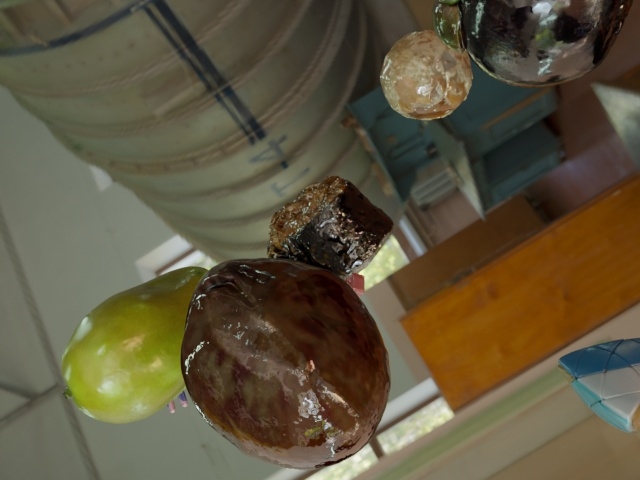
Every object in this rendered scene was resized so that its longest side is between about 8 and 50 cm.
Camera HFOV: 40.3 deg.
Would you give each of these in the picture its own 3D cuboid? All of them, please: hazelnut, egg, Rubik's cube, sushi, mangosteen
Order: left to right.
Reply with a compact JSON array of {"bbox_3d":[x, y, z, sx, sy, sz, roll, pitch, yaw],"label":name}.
[{"bbox_3d":[-0.030,0.114,0.900,0.234,0.218,0.218,30,171,25],"label":"hazelnut"},{"bbox_3d":[0.000,0.000,1.813,0.207,0.234,0.348,41,158,-9],"label":"sushi"},{"bbox_3d":[0.227,-0.350,1.850,0.195,0.195,0.233,58,-153,8],"label":"egg"},{"bbox_3d":[0.291,-0.361,1.216,0.300,0.300,0.300,57,-176,-6],"label":"mangosteen"},{"bbox_3d":[0.648,0.339,1.981,0.254,0.254,0.254,57,-176,-6],"label":"Rubik's cube"}]

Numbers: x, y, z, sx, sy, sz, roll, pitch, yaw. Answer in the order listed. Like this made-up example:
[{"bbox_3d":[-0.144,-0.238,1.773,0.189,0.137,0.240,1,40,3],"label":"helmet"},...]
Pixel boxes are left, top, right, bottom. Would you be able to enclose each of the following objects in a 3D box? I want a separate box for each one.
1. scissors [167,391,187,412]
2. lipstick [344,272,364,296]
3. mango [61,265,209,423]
[{"bbox_3d":[-0.234,0.205,1.331,0.012,0.039,0.113,-3,-113,-56],"label":"scissors"},{"bbox_3d":[0.002,0.135,1.547,0.312,0.051,0.051,-44,53,53],"label":"lipstick"},{"bbox_3d":[-0.226,0.141,1.156,0.149,0.185,0.273,33,-157,12],"label":"mango"}]
